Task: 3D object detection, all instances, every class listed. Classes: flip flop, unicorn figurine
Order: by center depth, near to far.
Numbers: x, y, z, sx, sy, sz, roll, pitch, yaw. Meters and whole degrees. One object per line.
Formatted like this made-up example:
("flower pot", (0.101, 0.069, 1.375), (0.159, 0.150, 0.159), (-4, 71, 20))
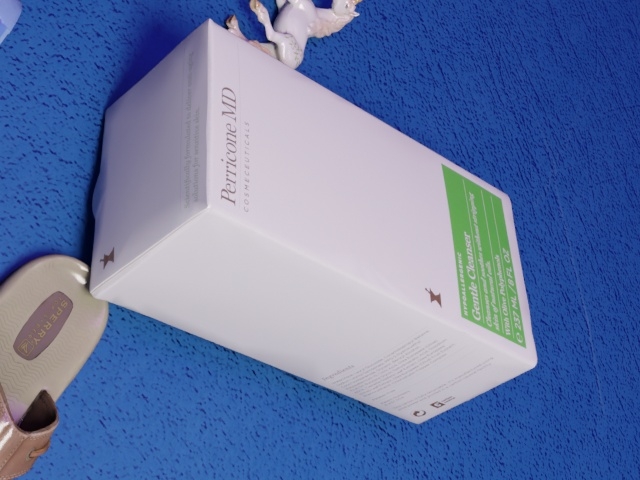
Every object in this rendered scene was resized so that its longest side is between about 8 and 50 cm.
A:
("flip flop", (-0.221, 0.113, 0.854), (0.112, 0.080, 0.277), (49, 47, -22))
("unicorn figurine", (-0.026, -0.214, 1.183), (0.111, 0.060, 0.162), (39, 68, -28))

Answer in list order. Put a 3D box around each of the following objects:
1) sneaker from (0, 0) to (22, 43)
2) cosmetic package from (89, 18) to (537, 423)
("sneaker", (-0.305, -0.131, 0.862), (0.090, 0.081, 0.232), (54, 47, -25))
("cosmetic package", (0.000, 0.000, 1.036), (0.365, 0.155, 0.197), (26, 46, -37))
